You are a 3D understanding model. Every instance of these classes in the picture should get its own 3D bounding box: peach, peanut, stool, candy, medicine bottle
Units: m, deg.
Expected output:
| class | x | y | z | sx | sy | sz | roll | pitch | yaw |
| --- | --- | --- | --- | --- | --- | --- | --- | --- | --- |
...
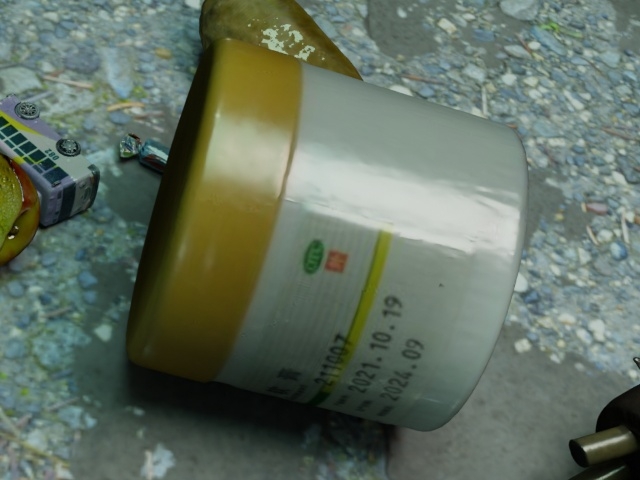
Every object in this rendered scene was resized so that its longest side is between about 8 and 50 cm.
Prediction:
| class | x | y | z | sx | sy | sz | roll | pitch | yaw |
| --- | --- | --- | --- | --- | --- | --- | --- | --- | --- |
| peach | -0.250 | -0.020 | 1.009 | 0.098 | 0.061 | 0.098 | -6 | 74 | 20 |
| peanut | -0.027 | -0.133 | 1.173 | 0.108 | 0.095 | 0.226 | -35 | 73 | -22 |
| stool | 0.268 | 0.194 | 1.004 | 0.121 | 0.125 | 0.217 | -29 | 83 | -22 |
| candy | -0.127 | -0.064 | 1.122 | 0.083 | 0.020 | 0.030 | 27 | 47 | -1 |
| medicine bottle | 0.000 | 0.000 | 0.973 | 0.231 | 0.238 | 0.238 | 16 | 48 | -10 |

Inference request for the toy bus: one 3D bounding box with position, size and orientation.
| class | x | y | z | sx | sy | sz | roll | pitch | yaw |
| --- | --- | --- | --- | --- | --- | --- | --- | --- | --- |
| toy bus | -0.225 | -0.061 | 1.060 | 0.102 | 0.052 | 0.058 | 41 | 50 | 16 |
